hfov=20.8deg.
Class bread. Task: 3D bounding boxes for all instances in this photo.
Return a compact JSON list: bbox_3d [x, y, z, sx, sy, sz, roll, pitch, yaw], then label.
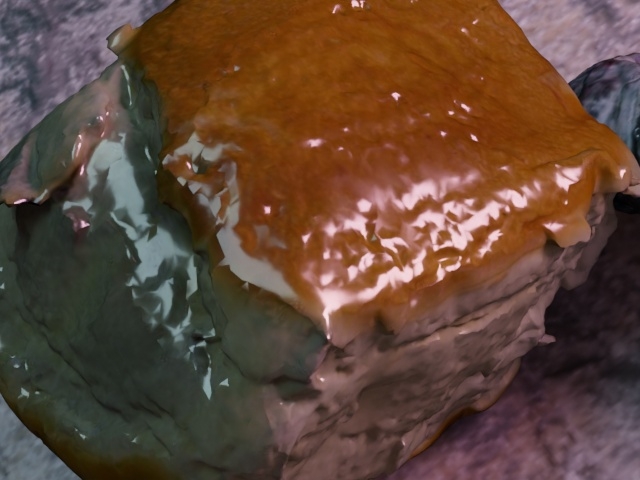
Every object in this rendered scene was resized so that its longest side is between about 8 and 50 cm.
[{"bbox_3d":[-0.024,-0.004,0.852,0.279,0.225,0.250,-22,59,-38],"label":"bread"}]

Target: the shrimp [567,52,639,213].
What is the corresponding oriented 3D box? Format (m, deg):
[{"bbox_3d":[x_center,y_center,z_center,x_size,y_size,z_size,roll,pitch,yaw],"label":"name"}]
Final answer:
[{"bbox_3d":[0.252,-0.065,0.814,0.372,0.172,0.137,4,17,42],"label":"shrimp"}]
